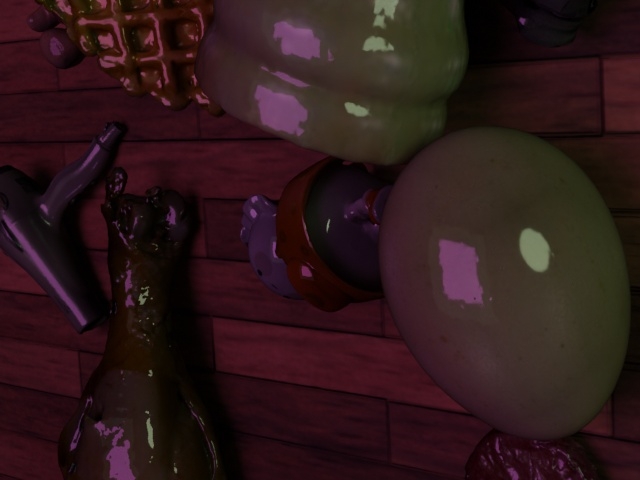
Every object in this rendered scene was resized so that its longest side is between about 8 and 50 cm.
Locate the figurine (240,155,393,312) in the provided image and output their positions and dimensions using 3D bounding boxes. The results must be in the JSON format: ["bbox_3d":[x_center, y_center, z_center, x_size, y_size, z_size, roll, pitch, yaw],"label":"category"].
[{"bbox_3d":[0.006,-0.008,1.269,0.271,0.143,0.143,-171,76,-69],"label":"figurine"}]

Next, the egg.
[{"bbox_3d":[0.147,0.034,1.078,0.188,0.188,0.254,-26,86,44],"label":"egg"}]

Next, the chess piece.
[{"bbox_3d":[0.056,-0.303,1.104,0.234,0.234,0.442,33,115,37],"label":"chess piece"}]

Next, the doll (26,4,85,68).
[{"bbox_3d":[-0.284,-0.324,1.475,0.196,0.152,0.256,-41,63,26],"label":"doll"}]

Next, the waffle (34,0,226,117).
[{"bbox_3d":[-0.132,-0.264,1.320,0.291,0.051,0.291,0,93,5],"label":"waffle"}]

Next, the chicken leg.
[{"bbox_3d":[-0.186,0.136,1.477,0.201,0.152,0.429,-1,89,33],"label":"chicken leg"}]

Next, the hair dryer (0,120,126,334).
[{"bbox_3d":[-0.282,-0.005,1.597,0.225,0.088,0.219,-18,91,30],"label":"hair dryer"}]

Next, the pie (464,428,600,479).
[{"bbox_3d":[0.183,0.227,1.182,0.154,0.036,0.154,9,103,44],"label":"pie"}]

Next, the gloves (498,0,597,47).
[{"bbox_3d":[0.225,-0.243,1.000,0.119,0.142,0.285,48,132,-7],"label":"gloves"}]
